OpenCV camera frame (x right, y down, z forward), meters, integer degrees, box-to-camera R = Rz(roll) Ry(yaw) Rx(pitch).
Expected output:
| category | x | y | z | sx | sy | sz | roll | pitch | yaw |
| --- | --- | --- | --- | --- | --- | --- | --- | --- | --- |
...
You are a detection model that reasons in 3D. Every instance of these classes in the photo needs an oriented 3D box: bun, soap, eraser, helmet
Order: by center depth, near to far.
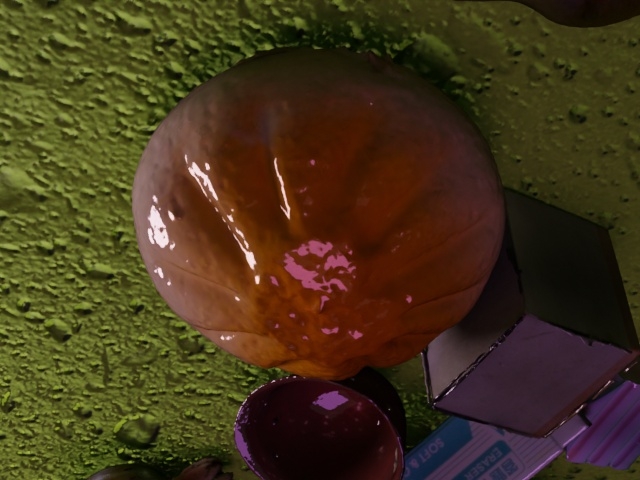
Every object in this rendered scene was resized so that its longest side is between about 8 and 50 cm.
| category | x | y | z | sx | sy | sz | roll | pitch | yaw |
| --- | --- | --- | --- | --- | --- | --- | --- | --- | --- |
| bun | 0.000 | 0.000 | 0.956 | 0.298 | 0.165 | 0.299 | -1 | 131 | -2 |
| helmet | 0.012 | 0.179 | 1.216 | 0.175 | 0.106 | 0.155 | -11 | 108 | 24 |
| eraser | 0.151 | 0.218 | 1.217 | 0.225 | 0.095 | 0.052 | -42 | 164 | 10 |
| soap | 0.297 | 0.168 | 1.251 | 0.100 | 0.056 | 0.149 | 9 | 136 | -14 |

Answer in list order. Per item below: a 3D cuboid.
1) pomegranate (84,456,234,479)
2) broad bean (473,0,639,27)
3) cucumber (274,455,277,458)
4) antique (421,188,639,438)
| category | x | y | z | sx | sy | sz | roll | pitch | yaw |
| --- | --- | --- | --- | --- | --- | --- | --- | --- | --- |
| pomegranate | -0.180 | 0.311 | 1.324 | 0.209 | 0.180 | 0.180 | -34 | 135 | -8 |
| broad bean | 0.252 | -0.195 | 0.863 | 0.325 | 0.067 | 0.075 | -8 | 167 | 3 |
| cucumber | -0.024 | 0.230 | 1.317 | 0.105 | 0.048 | 0.048 | 32 | 128 | -33 |
| antique | 0.181 | 0.069 | 1.074 | 0.148 | 0.152 | 0.147 | 19 | 134 | -24 |
